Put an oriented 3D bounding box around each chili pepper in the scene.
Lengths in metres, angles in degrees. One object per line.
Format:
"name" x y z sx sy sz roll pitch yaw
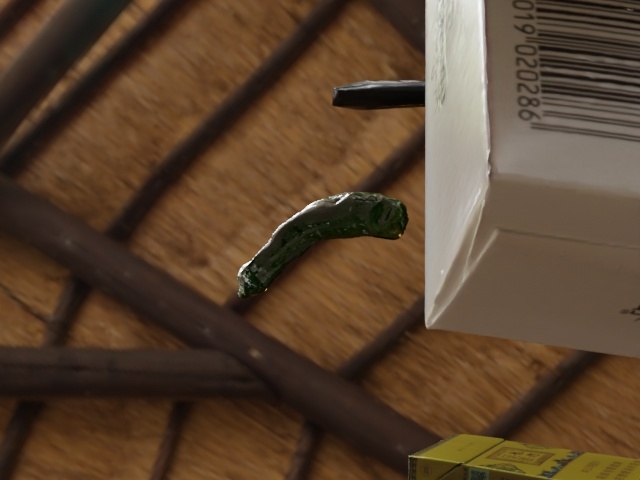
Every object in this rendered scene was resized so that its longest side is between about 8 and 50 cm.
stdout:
"chili pepper" -0.004 -0.006 0.826 0.118 0.035 0.055 -22 -147 -2

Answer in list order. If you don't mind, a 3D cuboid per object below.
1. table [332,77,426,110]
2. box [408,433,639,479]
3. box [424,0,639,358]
"table" 0.198 -0.120 0.820 0.317 0.249 0.317 -1 -92 30
"box" 0.265 0.286 1.617 0.279 0.153 0.041 5 -83 27
"box" 0.155 -0.085 0.598 0.116 0.203 0.274 106 -11 -53
